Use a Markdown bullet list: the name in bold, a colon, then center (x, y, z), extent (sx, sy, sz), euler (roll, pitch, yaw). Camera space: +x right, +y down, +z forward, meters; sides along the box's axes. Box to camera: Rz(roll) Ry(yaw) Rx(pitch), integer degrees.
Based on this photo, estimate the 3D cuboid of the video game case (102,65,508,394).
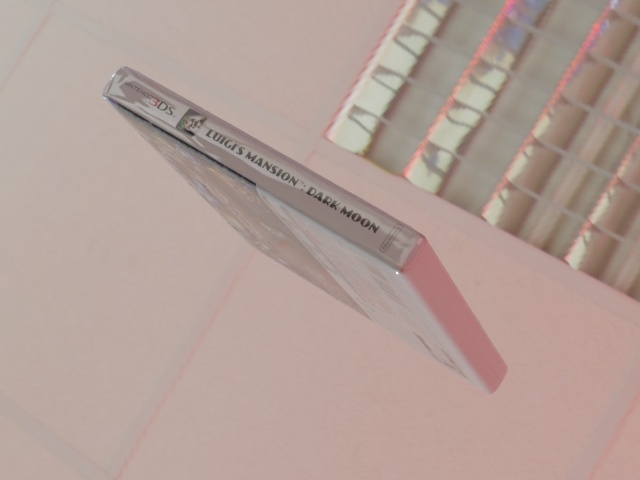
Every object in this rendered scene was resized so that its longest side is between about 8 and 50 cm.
- **video game case**: center (0.000, 0.000, 0.589), extent (0.173, 0.190, 0.022), euler (31, -99, 27)
